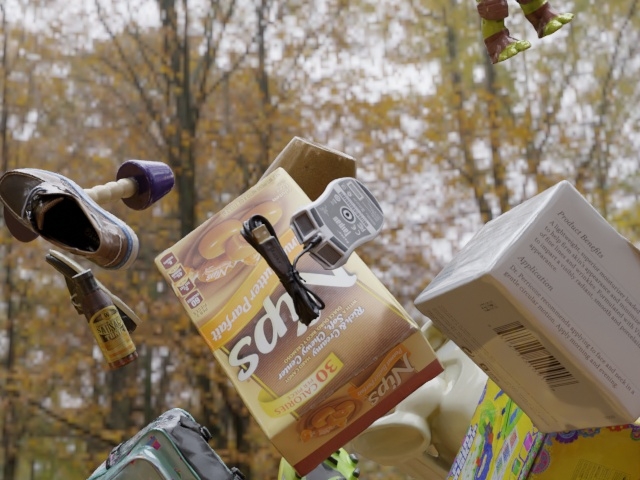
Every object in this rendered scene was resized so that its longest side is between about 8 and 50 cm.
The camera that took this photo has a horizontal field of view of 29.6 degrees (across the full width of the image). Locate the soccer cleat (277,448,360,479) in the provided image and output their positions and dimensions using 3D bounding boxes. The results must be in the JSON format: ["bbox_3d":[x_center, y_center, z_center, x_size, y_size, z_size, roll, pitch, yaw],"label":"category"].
[{"bbox_3d":[-0.025,0.306,1.311,0.093,0.289,0.121,30,-68,-4],"label":"soccer cleat"}]

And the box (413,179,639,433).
[{"bbox_3d":[0.208,0.066,1.082,0.181,0.119,0.182,45,-19,-3],"label":"box"}]

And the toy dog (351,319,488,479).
[{"bbox_3d":[0.279,0.195,1.970,0.285,0.408,0.395,31,-39,-4],"label":"toy dog"}]

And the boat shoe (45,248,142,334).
[{"bbox_3d":[-0.462,0.109,2.401,0.233,0.079,0.084,43,-4,-3],"label":"boat shoe"}]

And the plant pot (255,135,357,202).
[{"bbox_3d":[-0.033,-0.045,2.140,0.237,0.254,0.237,22,7,-3],"label":"plant pot"}]

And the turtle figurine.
[{"bbox_3d":[0.172,-0.305,1.331,0.269,0.217,0.087,-33,8,-36],"label":"turtle figurine"}]

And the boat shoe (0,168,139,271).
[{"bbox_3d":[-0.270,-0.030,1.246,0.183,0.066,0.066,25,0,23],"label":"boat shoe"}]

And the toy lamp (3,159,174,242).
[{"bbox_3d":[-0.320,-0.062,1.739,0.080,0.080,0.275,-23,1,41],"label":"toy lamp"}]

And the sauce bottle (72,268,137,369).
[{"bbox_3d":[-0.273,0.099,1.521,0.042,0.128,0.042,-26,8,4],"label":"sauce bottle"}]

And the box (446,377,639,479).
[{"bbox_3d":[0.293,0.305,1.542,0.177,0.290,0.279,19,12,-9],"label":"box"}]

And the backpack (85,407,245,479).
[{"bbox_3d":[-0.204,0.321,1.448,0.188,0.166,0.144,-38,1,26],"label":"backpack"}]

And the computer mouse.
[{"bbox_3d":[0.000,0.000,1.116,0.042,0.106,0.193,-41,-2,34],"label":"computer mouse"}]

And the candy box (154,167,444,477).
[{"bbox_3d":[-0.032,0.076,1.289,0.183,0.316,0.087,-37,-46,-3],"label":"candy box"}]
